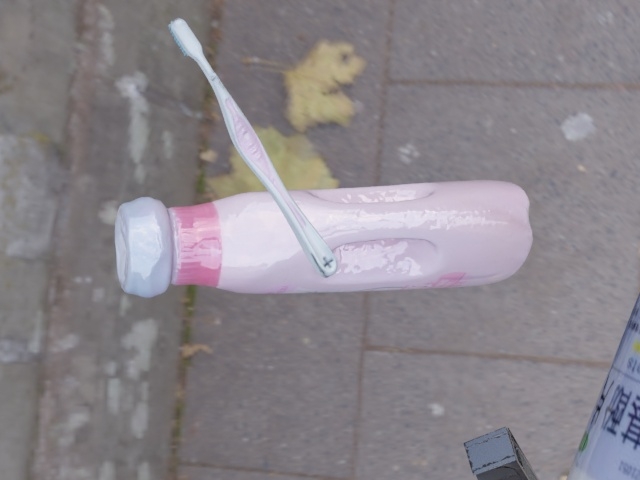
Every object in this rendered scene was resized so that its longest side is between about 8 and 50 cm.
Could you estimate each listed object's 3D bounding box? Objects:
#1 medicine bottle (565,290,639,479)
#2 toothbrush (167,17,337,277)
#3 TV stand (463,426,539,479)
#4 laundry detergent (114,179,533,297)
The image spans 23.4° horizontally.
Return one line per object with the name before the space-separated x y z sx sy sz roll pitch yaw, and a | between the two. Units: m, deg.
medicine bottle | 0.132 0.059 0.457 0.102 0.103 0.187 23 94 22
toothbrush | -0.044 -0.060 1.028 0.017 0.022 0.204 -36 105 -16
TV stand | 0.212 0.277 1.598 0.049 0.256 0.040 -22 49 10
laundry detergent | 0.000 0.000 1.279 0.335 0.159 0.088 -3 77 -17
